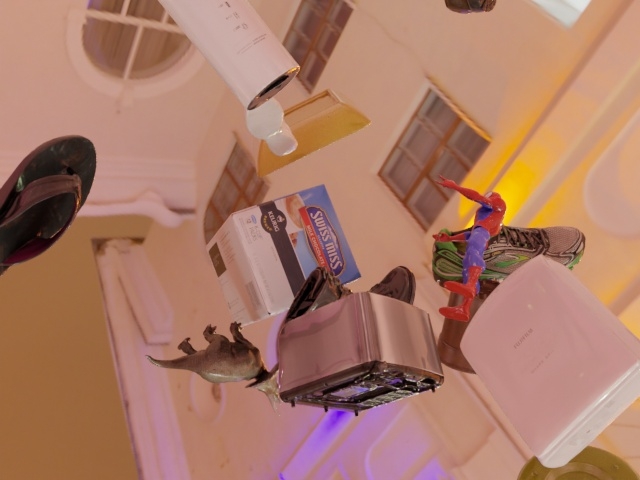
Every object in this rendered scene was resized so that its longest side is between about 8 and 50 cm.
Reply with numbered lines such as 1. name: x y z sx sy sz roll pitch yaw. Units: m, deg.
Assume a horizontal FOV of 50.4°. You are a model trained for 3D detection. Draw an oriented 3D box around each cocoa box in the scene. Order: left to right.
1. cocoa box: -0.097 0.046 1.570 0.228 0.347 0.231 -19 -95 -21

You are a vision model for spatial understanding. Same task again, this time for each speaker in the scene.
1. speaker: -0.077 -0.169 0.527 0.136 0.055 0.055 50 -146 -2

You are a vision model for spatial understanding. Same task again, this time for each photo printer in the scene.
1. photo printer: 0.392 0.190 1.183 0.107 0.256 0.307 21 -154 -36

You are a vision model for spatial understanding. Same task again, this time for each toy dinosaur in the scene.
1. toy dinosaur: -0.194 0.242 1.388 0.313 0.121 0.160 24 -174 -39

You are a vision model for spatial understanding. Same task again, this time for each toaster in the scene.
1. toaster: 0.057 0.153 0.891 0.168 0.185 0.110 20 -127 -44

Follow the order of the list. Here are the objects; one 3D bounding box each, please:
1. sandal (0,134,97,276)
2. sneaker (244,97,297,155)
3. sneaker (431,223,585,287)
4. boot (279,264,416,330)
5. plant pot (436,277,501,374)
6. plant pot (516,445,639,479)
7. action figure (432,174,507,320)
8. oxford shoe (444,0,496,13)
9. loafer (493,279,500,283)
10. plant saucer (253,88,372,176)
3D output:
1. sandal: -0.555 -0.027 1.285 0.107 0.167 0.446 16 -127 24
2. sneaker: -0.113 -0.256 1.391 0.212 0.080 0.094 57 -171 -67
3. sneaker: 0.421 0.021 1.528 0.343 0.146 0.134 -9 -138 6
4. boot: 0.061 0.115 1.316 0.091 0.263 0.229 21 162 47
5. plant pot: 0.336 0.176 1.458 0.167 0.165 0.167 4 -163 -1
6. plant pot: 0.525 0.615 1.365 0.366 0.353 0.366 -12 -151 7
7. action figure: 0.226 -0.006 1.130 0.139 0.091 0.280 20 -134 17
8. oxford shoe: 0.190 -0.449 1.014 0.096 0.227 0.083 10 -143 43
9. loafer: 0.415 0.085 1.797 0.050 0.056 0.148 -3 -141 -40
10. plant saucer: -0.049 -0.320 1.889 0.333 0.332 0.081 -110 -5 -67
